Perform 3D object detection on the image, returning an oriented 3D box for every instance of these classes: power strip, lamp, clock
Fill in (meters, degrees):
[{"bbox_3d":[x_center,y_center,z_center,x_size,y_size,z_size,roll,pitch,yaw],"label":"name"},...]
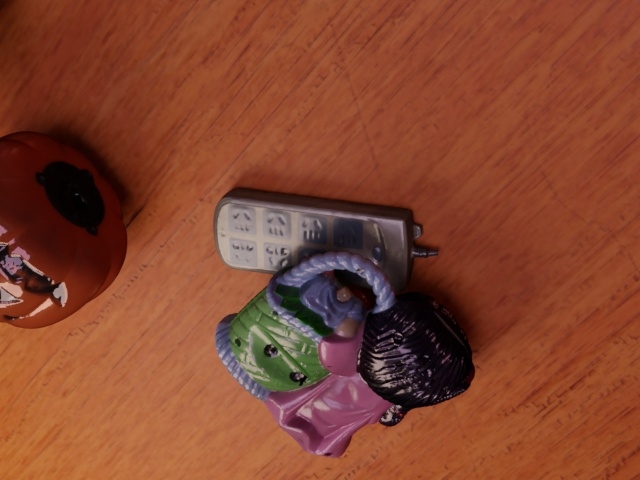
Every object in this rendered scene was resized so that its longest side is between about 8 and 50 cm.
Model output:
[{"bbox_3d":[0.000,0.000,1.084,0.227,0.029,0.079,7,115,17],"label":"power strip"},{"bbox_3d":[-0.287,-0.005,1.103,0.164,0.187,0.187,-34,98,30],"label":"lamp"},{"bbox_3d":[0.025,0.100,1.063,0.195,0.100,0.194,-31,111,32],"label":"clock"}]
